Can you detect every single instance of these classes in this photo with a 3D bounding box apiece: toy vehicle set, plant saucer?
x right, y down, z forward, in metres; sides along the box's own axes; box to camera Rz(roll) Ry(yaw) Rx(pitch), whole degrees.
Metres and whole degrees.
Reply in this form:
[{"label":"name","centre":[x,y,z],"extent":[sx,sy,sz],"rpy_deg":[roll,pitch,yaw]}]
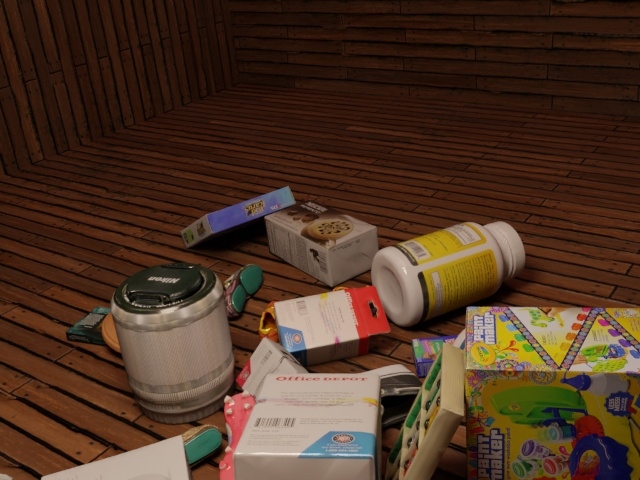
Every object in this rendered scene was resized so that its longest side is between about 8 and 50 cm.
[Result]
[{"label":"toy vehicle set","centre":[0.159,0.313,1.186],"extent":[0.035,0.267,0.166],"rpy_deg":[20,27,0]},{"label":"plant saucer","centre":[-0.409,0.197,1.758],"extent":[0.199,0.037,0.200],"rpy_deg":[7,30,-4]}]

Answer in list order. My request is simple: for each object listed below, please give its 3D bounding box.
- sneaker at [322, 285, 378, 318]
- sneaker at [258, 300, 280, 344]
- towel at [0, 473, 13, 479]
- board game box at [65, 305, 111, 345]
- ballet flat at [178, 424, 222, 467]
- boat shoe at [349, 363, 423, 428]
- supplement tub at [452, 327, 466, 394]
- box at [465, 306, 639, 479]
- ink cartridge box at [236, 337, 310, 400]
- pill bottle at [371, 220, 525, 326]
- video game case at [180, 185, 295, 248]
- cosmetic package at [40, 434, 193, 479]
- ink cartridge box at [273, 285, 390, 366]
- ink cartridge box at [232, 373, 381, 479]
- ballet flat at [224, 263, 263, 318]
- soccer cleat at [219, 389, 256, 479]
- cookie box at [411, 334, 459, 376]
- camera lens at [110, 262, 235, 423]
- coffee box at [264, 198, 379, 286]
[{"label":"sneaker","centre":[0.034,0.149,1.760],"extent":[0.214,0.083,0.084],"rpy_deg":[-5,27,5]},{"label":"sneaker","centre":[-0.107,0.181,1.743],"extent":[0.064,0.067,0.175],"rpy_deg":[-6,24,3]},{"label":"towel","centre":[-0.666,0.516,1.144],"extent":[0.320,0.090,0.374],"rpy_deg":[-8,26,-2]},{"label":"board game box","centre":[-0.501,0.210,1.818],"extent":[0.186,0.026,0.126],"rpy_deg":[5,27,22]},{"label":"ballet flat","centre":[-0.273,0.397,1.352],"extent":[0.206,0.073,0.067],"rpy_deg":[-20,1,-32]},{"label":"boat shoe","centre":[0.073,0.315,1.377],"extent":[0.306,0.113,0.105],"rpy_deg":[-5,27,-35]},{"label":"supplement tub","centre":[0.352,0.250,1.405],"extent":[0.144,0.144,0.199],"rpy_deg":[-26,31,-35]},{"label":"box","centre":[0.371,0.271,1.189],"extent":[0.279,0.290,0.177],"rpy_deg":[-1,27,12]},{"label":"ink cartridge box","centre":[-0.088,0.278,1.482],"extent":[0.109,0.063,0.150],"rpy_deg":[-56,36,1]},{"label":"pill bottle","centre":[0.302,0.066,1.752],"extent":[0.333,0.188,0.188],"rpy_deg":[-17,27,-22]},{"label":"video game case","centre":[-0.241,-0.065,2.169],"extent":[0.269,0.061,0.244],"rpy_deg":[-22,1,-29]},{"label":"cosmetic package","centre":[-0.288,0.433,1.104],"extent":[0.224,0.138,0.224],"rpy_deg":[-13,23,-10]},{"label":"ink cartridge box","centre":[0.023,0.187,1.638],"extent":[0.231,0.078,0.134],"rpy_deg":[-10,51,-8]},{"label":"ink cartridge box","centre":[-0.006,0.347,1.163],"extent":[0.198,0.197,0.270],"rpy_deg":[-1,14,7]},{"label":"ballet flat","centre":[-0.213,0.127,1.886],"extent":[0.079,0.077,0.221],"rpy_deg":[-18,21,22]},{"label":"soccer cleat","centre":[-0.131,0.375,1.334],"extent":[0.083,0.095,0.248],"rpy_deg":[-19,34,3]},{"label":"cookie box","centre":[0.249,0.240,1.569],"extent":[0.107,0.040,0.092],"rpy_deg":[-5,25,1]},{"label":"camera lens","centre":[-0.290,0.197,1.508],"extent":[0.219,0.274,0.219],"rpy_deg":[-5,25,2]},{"label":"coffee box","centre":[0.000,0.000,2.035],"extent":[0.168,0.119,0.297],"rpy_deg":[-23,30,-30]}]
